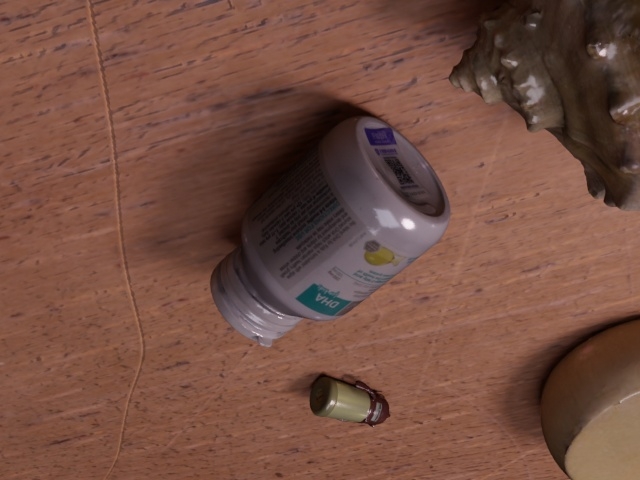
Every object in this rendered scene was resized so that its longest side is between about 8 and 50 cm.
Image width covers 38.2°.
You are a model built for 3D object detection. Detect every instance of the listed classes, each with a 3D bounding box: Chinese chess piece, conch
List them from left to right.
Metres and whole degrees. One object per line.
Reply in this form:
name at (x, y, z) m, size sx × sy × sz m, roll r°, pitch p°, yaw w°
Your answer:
Chinese chess piece at (0.402, 0.206, 1.127) m, size 0.273 × 0.102 × 0.273 m, roll -4°, pitch 133°, yaw -4°
conch at (0.261, -0.115, 0.682) m, size 0.324 × 0.186 × 0.263 m, roll 5°, pitch 139°, yaw 25°

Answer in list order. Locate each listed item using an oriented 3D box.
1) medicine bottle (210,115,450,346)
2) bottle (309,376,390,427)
medicine bottle at (0.000, 0.000, 0.839) m, size 0.135 × 0.135 × 0.215 m, roll 30°, pitch 124°, yaw -32°
bottle at (0.037, 0.196, 1.107) m, size 0.101 × 0.047 × 0.063 m, roll 19°, pitch 157°, yaw -30°
